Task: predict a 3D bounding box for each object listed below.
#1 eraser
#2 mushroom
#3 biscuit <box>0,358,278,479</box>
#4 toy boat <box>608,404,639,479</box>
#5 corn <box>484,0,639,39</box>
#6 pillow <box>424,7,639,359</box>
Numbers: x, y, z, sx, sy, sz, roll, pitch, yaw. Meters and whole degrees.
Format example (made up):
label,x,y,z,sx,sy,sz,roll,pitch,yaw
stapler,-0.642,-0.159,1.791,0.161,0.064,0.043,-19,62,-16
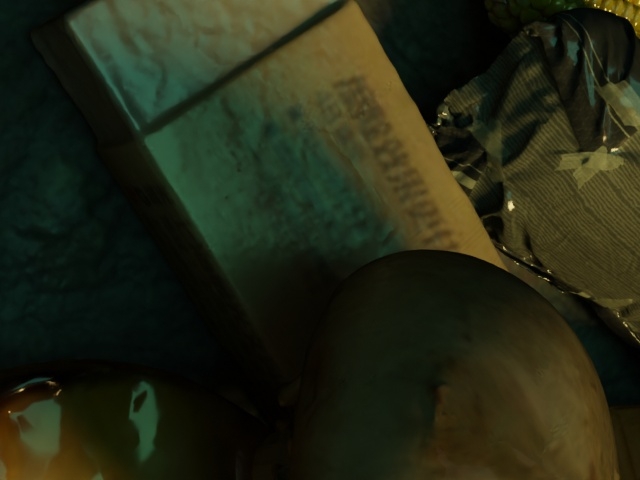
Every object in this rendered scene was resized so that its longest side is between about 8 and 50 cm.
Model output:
label,x,y,z,sx,sy,sz,roll,pitch,yaw
eraser,0.000,0.000,0.728,0.144,0.078,0.343,-36,106,-20
mushroom,0.044,0.118,0.611,0.178,0.226,0.227,-9,98,11
biscuit,-0.116,0.203,0.661,0.296,0.102,0.296,3,85,-29
toy boat,0.253,0.159,0.841,0.310,0.115,0.089,8,52,-29
corn,0.208,-0.118,0.821,0.248,0.081,0.081,19,84,-25
pillow,0.205,-0.001,0.803,0.335,0.161,0.093,35,38,-24
